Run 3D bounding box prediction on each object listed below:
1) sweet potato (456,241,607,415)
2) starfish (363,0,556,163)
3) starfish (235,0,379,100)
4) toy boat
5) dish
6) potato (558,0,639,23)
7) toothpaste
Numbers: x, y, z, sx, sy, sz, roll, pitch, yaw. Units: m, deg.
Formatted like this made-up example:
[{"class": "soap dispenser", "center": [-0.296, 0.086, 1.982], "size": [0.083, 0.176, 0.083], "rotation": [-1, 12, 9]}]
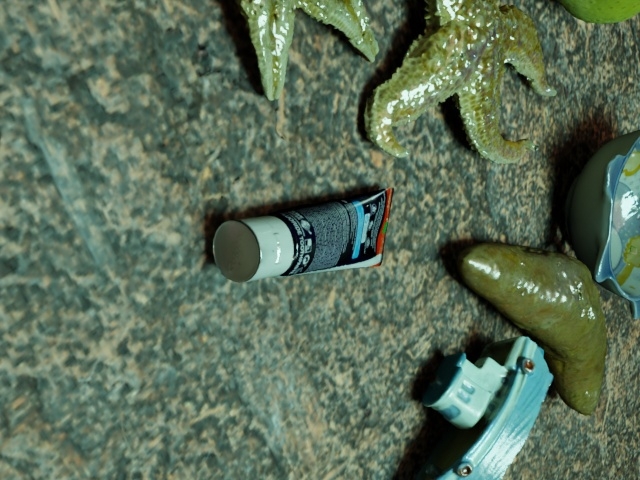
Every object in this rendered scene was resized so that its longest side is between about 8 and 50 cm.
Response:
[{"class": "sweet potato", "center": [0.252, 0.075, 0.876], "size": [0.114, 0.092, 0.341], "rotation": [-51, 131, -7]}, {"class": "starfish", "center": [0.142, -0.202, 0.732], "size": [0.299, 0.060, 0.302], "rotation": [-24, 113, -40]}, {"class": "starfish", "center": [-0.020, -0.224, 0.561], "size": [0.138, 0.050, 0.247], "rotation": [-37, 125, -39]}, {"class": "toy boat", "center": [0.140, 0.167, 0.793], "size": [0.102, 0.088, 0.215], "rotation": [39, 65, -7]}, {"class": "dish", "center": [0.342, -0.026, 0.960], "size": [0.228, 0.086, 0.236], "rotation": [-51, 130, -27]}, {"class": "potato", "center": [0.280, -0.339, 0.800], "size": [0.169, 0.143, 0.248], "rotation": [-17, 120, -4]}, {"class": "toothpaste", "center": [0.000, 0.000, 0.630], "size": [0.193, 0.045, 0.071], "rotation": [-12, 114, -52]}]
